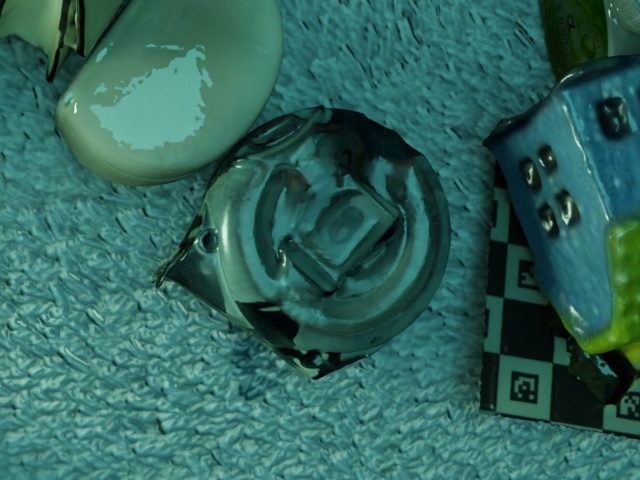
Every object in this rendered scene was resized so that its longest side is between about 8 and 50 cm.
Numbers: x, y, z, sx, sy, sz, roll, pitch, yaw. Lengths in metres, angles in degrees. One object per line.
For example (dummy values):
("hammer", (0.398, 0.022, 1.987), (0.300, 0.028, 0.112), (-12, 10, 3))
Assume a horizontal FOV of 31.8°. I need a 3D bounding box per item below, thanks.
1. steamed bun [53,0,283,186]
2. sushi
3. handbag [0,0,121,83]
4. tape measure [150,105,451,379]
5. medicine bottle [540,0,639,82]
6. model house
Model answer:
("steamed bun", (-0.138, -0.161, 1.116), (0.164, 0.146, 0.242), (35, 77, -11))
("sushi", (0.348, 0.060, 1.288), (0.359, 0.064, 0.343), (10, 72, -11))
("handbag", (-0.190, -0.345, 1.035), (0.160, 0.237, 0.358), (32, 66, -10))
("tape measure", (0.000, 0.000, 1.149), (0.256, 0.147, 0.275), (37, 78, -12))
("medicine bottle", (0.328, -0.254, 1.241), (0.088, 0.188, 0.132), (-9, 89, -17))
("model house", (0.342, -0.029, 1.174), (0.237, 0.215, 0.303), (-15, 84, -18))
